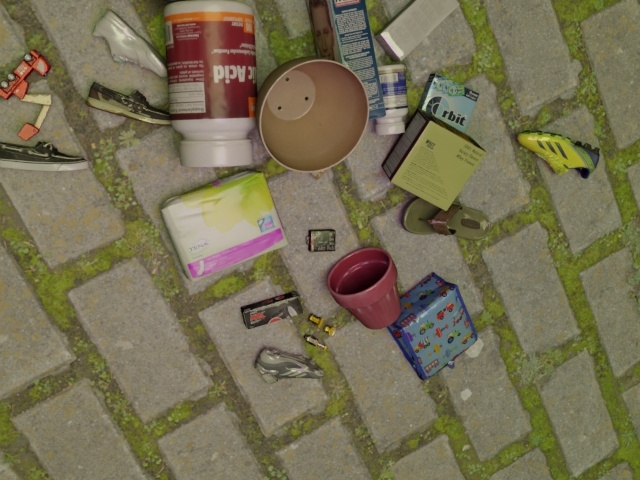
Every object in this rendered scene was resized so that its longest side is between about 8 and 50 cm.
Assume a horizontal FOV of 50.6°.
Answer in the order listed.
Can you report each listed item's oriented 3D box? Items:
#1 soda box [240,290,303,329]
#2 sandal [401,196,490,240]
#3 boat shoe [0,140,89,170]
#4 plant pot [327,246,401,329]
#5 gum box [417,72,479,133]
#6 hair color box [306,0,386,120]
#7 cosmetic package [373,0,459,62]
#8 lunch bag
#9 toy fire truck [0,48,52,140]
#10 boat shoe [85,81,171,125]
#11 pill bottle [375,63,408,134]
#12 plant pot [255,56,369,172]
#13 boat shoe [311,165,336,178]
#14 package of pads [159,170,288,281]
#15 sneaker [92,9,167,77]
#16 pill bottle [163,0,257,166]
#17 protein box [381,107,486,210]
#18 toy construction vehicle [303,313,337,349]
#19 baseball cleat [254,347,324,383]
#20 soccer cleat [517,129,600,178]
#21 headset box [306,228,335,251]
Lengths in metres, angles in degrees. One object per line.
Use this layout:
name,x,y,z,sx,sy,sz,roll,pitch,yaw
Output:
soda box,-0.139,0.200,1.939,0.168,0.053,0.060,-16,104,-13
sandal,0.386,-0.065,2.028,0.302,0.086,0.120,6,98,-17
boat shoe,-0.692,-0.211,1.689,0.219,0.078,0.070,2,101,-15
plant pot,0.144,0.150,1.953,0.201,0.201,0.180,-34,123,-8
gum box,0.363,-0.374,1.989,0.157,0.041,0.184,20,94,-18
hair color box,0.067,-0.492,1.808,0.105,0.174,0.347,-16,104,-17
cosmetic package,0.270,-0.620,1.907,0.239,0.060,0.099,-44,110,-5
lunch bag,0.354,0.287,2.073,0.221,0.138,0.293,-36,117,-10
toy fire truck,-0.715,-0.357,1.672,0.135,0.047,0.192,41,86,-19
boat shoe,-0.479,-0.348,1.727,0.223,0.080,0.073,12,101,-14
pill bottle,0.188,-0.393,1.897,0.112,0.112,0.187,-9,103,-15
plant pot,-0.046,-0.338,1.705,0.284,0.191,0.284,-12,123,-19
boat shoe,0.027,-0.226,1.917,0.135,0.050,0.045,-36,111,3
package of pads,-0.262,-0.047,1.833,0.296,0.101,0.229,-23,106,-12
sneaker,-0.479,-0.475,1.715,0.212,0.080,0.094,43,98,-12
pill bottle,-0.270,-0.386,1.705,0.224,0.224,0.392,-5,101,-16
protein box,0.318,-0.231,1.924,0.199,0.136,0.201,25,111,-19
toy construction vehicle,-0.007,0.271,2.006,0.098,0.035,0.086,28,80,-22
baseball cleat,-0.095,0.380,1.987,0.205,0.072,0.109,24,108,-17
soccer cleat,0.733,-0.264,2.093,0.289,0.093,0.121,13,103,-18
headset box,0.000,0.000,1.955,0.083,0.032,0.062,-3,100,-15
